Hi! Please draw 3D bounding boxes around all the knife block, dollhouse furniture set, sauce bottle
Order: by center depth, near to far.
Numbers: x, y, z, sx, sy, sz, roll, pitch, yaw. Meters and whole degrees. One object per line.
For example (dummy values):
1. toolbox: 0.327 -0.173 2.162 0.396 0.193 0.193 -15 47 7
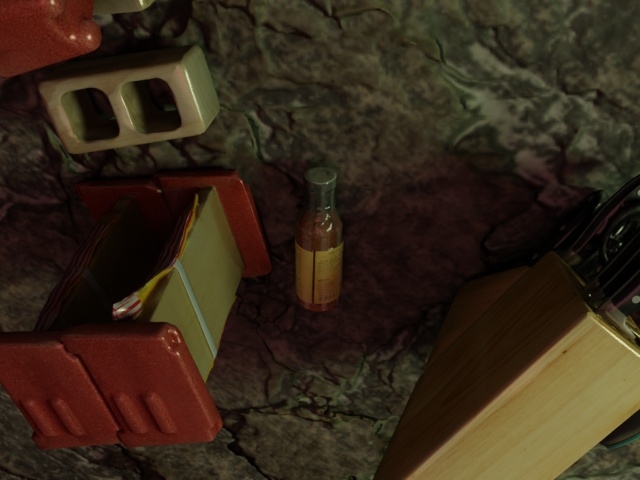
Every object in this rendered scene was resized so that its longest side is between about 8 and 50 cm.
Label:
1. dollhouse furniture set: -0.166 -0.054 0.537 0.152 0.201 0.374 -5 125 15
2. knife block: 0.178 0.087 0.552 0.088 0.275 0.242 37 154 -15
3. sauce bottle: 0.000 0.000 0.642 0.042 0.042 0.128 8 127 6

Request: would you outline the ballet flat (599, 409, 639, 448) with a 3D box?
1. ballet flat: 0.297 0.105 0.648 0.074 0.074 0.203 35 131 -14
